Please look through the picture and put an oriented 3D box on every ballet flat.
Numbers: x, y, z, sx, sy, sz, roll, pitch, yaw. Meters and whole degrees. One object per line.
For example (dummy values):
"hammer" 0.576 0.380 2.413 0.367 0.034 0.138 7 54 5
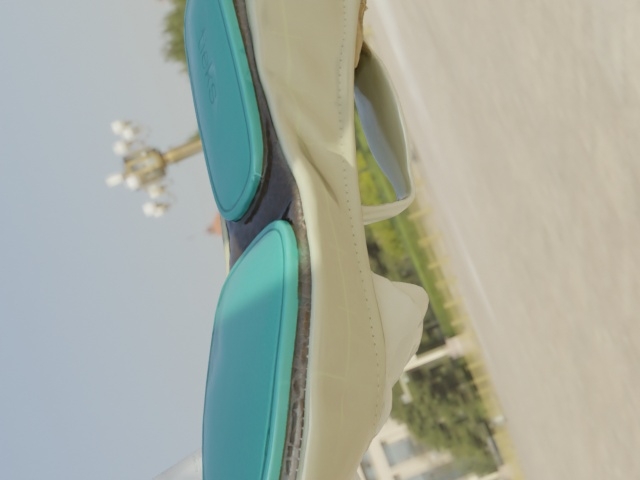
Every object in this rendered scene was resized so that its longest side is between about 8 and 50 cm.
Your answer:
"ballet flat" 0.000 0.000 0.444 0.086 0.086 0.248 60 -157 -65

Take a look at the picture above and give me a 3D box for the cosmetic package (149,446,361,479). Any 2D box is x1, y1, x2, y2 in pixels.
"cosmetic package" -0.012 0.152 0.534 0.060 0.099 0.239 55 180 -19
